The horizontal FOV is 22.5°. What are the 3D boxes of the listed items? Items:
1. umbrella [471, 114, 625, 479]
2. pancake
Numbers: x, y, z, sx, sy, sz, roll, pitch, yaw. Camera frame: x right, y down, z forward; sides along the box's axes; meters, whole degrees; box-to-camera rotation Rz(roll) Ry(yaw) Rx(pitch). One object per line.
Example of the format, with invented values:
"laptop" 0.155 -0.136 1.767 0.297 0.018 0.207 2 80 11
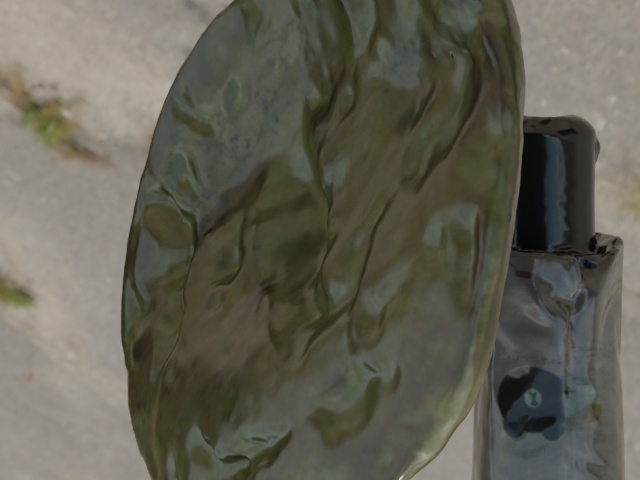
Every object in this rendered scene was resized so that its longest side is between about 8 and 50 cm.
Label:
"umbrella" 0.097 0.115 0.690 0.067 0.337 0.073 -2 -177 -18
"pancake" 0.000 0.000 0.573 0.050 0.242 0.242 12 163 -31
